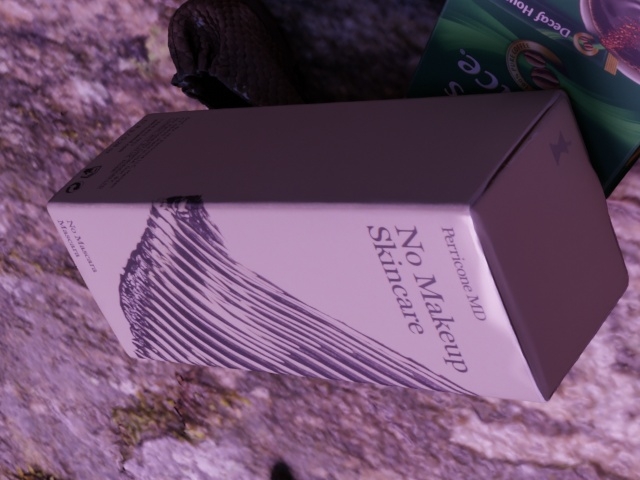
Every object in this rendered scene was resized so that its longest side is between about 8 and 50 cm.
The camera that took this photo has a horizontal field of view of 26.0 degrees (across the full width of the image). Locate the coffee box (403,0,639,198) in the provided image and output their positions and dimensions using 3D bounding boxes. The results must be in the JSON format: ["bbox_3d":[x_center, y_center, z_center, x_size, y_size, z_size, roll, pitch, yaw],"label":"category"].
[{"bbox_3d":[0.106,-0.080,0.623,0.113,0.040,0.184,41,154,8],"label":"coffee box"}]

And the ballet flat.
[{"bbox_3d":[-0.005,-0.030,0.771,0.084,0.058,0.250,-32,95,47],"label":"ballet flat"}]

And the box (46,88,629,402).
[{"bbox_3d":[0.000,0.000,0.680,0.275,0.094,0.113,0,126,42],"label":"box"}]
